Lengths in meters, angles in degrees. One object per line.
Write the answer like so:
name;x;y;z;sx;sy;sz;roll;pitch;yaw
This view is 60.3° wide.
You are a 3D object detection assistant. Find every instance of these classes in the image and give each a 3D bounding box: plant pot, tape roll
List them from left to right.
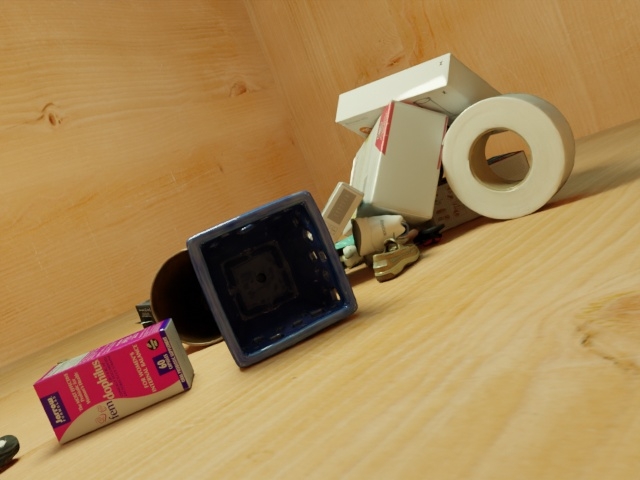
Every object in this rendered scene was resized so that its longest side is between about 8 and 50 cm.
plant pot;-0.262;0.133;1.313;0.215;0.215;0.230;-22;-6;-1
plant pot;-0.099;0.071;1.012;0.236;0.235;0.212;-23;-1;-16
tape roll;0.434;-0.198;1.290;0.286;0.286;0.100;-17;7;41

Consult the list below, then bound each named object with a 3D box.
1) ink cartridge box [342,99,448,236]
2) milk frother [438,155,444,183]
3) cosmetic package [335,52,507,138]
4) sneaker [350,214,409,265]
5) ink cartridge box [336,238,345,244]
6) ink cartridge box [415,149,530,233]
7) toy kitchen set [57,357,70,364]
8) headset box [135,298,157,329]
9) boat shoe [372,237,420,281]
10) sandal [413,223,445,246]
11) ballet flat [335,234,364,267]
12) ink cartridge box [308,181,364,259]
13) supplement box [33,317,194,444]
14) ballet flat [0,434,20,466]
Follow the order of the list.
ink cartridge box;0.190;-0.165;1.510;0.161;0.279;0.384;12;-12;-7
milk frother;0.361;-0.212;1.474;0.135;0.143;0.129;6;10;3
cosmetic package;0.273;-0.349;1.498;0.284;0.097;0.377;21;-18;-38
sneaker;0.155;-0.003;1.351;0.129;0.110;0.297;-13;-5;9
ink cartridge box;0.101;0.018;1.792;0.097;0.046;0.207;-23;4;-36
ink cartridge box;0.419;-0.138;1.619;0.310;0.130;0.272;-23;5;-5
toy kitchen set;-0.575;0.307;1.345;0.068;0.075;0.083;-16;11;40
headset box;-0.406;0.195;1.656;0.293;0.110;0.218;-24;6;-31
boat shoe;0.167;0.027;1.216;0.068;0.072;0.190;-19;5;28
sandal;0.276;-0.007;1.388;0.067;0.040;0.179;-16;-10;-3
ballet flat;0.047;0.055;1.517;0.247;0.083;0.087;-22;29;1
ink cartridge box;0.000;0.000;1.340;0.296;0.066;0.261;-59;2;4
supplement box;-0.341;0.232;0.932;0.220;0.111;0.114;-23;5;-8
ballet flat;-0.530;0.358;0.830;0.058;0.049;0.173;28;24;16
